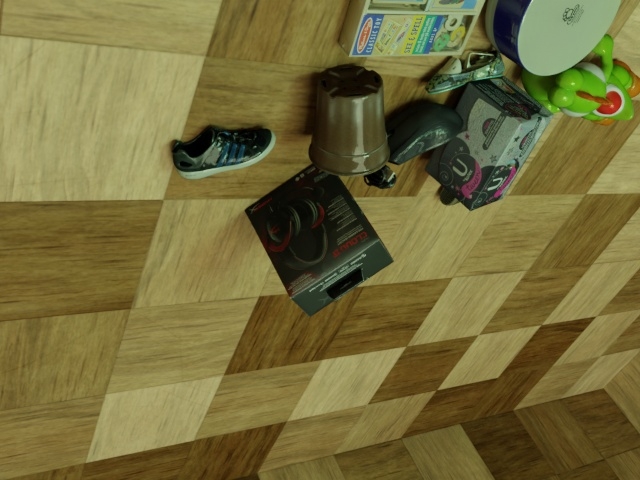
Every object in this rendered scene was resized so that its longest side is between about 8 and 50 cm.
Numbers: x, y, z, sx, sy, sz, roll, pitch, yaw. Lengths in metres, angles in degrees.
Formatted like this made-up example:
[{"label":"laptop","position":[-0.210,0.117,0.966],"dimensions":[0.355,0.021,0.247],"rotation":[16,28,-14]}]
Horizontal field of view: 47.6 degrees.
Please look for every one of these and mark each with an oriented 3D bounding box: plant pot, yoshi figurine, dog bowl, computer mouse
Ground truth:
[{"label":"plant pot","position":[0.057,-0.239,1.414],"dimensions":[0.167,0.167,0.165],"rotation":[-18,135,-17]},{"label":"yoshi figurine","position":[0.586,-0.364,1.667],"dimensions":[0.203,0.204,0.362],"rotation":[-6,180,40]},{"label":"dog bowl","position":[0.466,-0.468,1.445],"dimensions":[0.265,0.104,0.265],"rotation":[-20,137,-20]},{"label":"computer mouse","position":[0.181,-0.222,1.533],"dimensions":[0.272,0.188,0.072],"rotation":[-31,127,-14]}]

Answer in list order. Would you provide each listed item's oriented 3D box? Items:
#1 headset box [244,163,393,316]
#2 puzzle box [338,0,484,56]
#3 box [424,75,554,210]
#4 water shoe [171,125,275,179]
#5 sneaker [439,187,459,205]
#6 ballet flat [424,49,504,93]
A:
[{"label":"headset box","position":[0.000,0.000,1.534],"dimensions":[0.218,0.293,0.110],"rotation":[-33,144,5]},{"label":"puzzle box","position":[0.208,-0.513,1.277],"dimensions":[0.272,0.052,0.409],"rotation":[-8,139,-27]},{"label":"box","position":[0.373,-0.216,1.631],"dimensions":[0.142,0.163,0.247],"rotation":[-19,145,-39]},{"label":"water shoe","position":[-0.181,-0.179,1.381],"dimensions":[0.203,0.073,0.080],"rotation":[-23,141,-12]},{"label":"sneaker","position":[0.371,-0.165,1.813],"dimensions":[0.071,0.066,0.188],"rotation":[-11,148,-51]},{"label":"ballet flat","position":[0.301,-0.361,1.527],"dimensions":[0.188,0.070,0.070],"rotation":[-19,143,-19]}]
